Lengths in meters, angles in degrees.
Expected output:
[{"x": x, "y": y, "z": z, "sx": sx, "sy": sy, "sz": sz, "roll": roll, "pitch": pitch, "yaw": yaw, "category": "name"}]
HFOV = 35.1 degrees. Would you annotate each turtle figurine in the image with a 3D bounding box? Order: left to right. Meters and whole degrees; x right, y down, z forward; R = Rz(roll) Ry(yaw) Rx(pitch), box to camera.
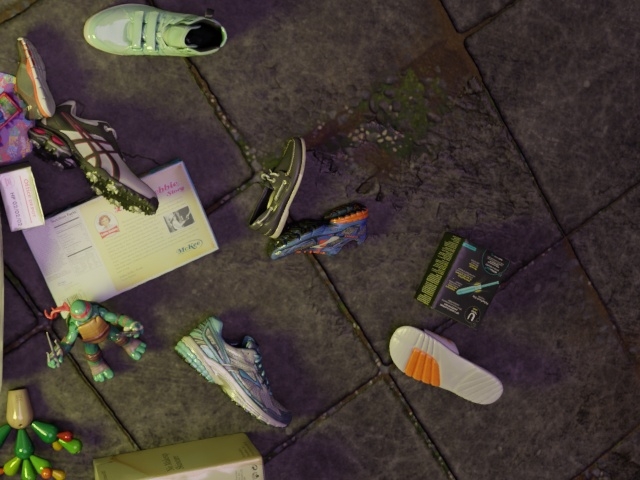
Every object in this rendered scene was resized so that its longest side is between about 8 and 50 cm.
[{"x": -0.408, "y": 0.170, "z": 1.847, "sx": 0.175, "sy": 0.234, "sz": 0.118, "roll": -19, "pitch": 60, "yaw": 0, "category": "turtle figurine"}]

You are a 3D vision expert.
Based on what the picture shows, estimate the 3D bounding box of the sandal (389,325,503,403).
[{"x": 0.261, "y": 0.260, "z": 2.138, "sx": 0.265, "sy": 0.076, "sz": 0.102, "roll": 30, "pitch": 110, "yaw": -8, "category": "sandal"}]

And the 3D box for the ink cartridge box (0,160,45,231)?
[{"x": -0.527, "y": -0.078, "z": 1.779, "sx": 0.061, "sy": 0.181, "sz": 0.104, "roll": -15, "pitch": 102, "yaw": -15, "category": "ink cartridge box"}]

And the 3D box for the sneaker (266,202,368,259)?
[{"x": 0.000, "y": 0.000, "z": 2.016, "sx": 0.221, "sy": 0.083, "sz": 0.087, "roll": -18, "pitch": 111, "yaw": -11, "category": "sneaker"}]

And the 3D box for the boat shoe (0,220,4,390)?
[{"x": -0.636, "y": 0.043, "z": 1.764, "sx": 0.156, "sy": 0.187, "sz": 0.500, "roll": 0, "pitch": 105, "yaw": -21, "category": "boat shoe"}]

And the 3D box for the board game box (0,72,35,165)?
[{"x": -0.581, "y": -0.218, "z": 1.819, "sx": 0.133, "sy": 0.033, "sz": 0.169, "roll": 2, "pitch": 98, "yaw": -18, "category": "board game box"}]

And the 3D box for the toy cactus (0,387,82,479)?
[{"x": -0.562, "y": 0.369, "z": 1.889, "sx": 0.219, "sy": 0.112, "sz": 0.180, "roll": -6, "pitch": 90, "yaw": -7, "category": "toy cactus"}]

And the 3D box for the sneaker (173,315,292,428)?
[{"x": -0.146, "y": 0.260, "z": 1.994, "sx": 0.283, "sy": 0.110, "sz": 0.122, "roll": 43, "pitch": 81, "yaw": -19, "category": "sneaker"}]

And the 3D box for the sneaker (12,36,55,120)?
[{"x": -0.525, "y": -0.286, "z": 1.801, "sx": 0.065, "sy": 0.061, "sz": 0.158, "roll": -19, "pitch": 79, "yaw": 8, "category": "sneaker"}]

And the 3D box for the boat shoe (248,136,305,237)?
[{"x": -0.084, "y": -0.108, "z": 1.973, "sx": 0.065, "sy": 0.075, "sz": 0.206, "roll": 15, "pitch": 98, "yaw": -22, "category": "boat shoe"}]

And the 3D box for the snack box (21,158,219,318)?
[{"x": -0.373, "y": -0.006, "z": 1.903, "sx": 0.322, "sy": 0.060, "sz": 0.187, "roll": -24, "pitch": 106, "yaw": -13, "category": "snack box"}]

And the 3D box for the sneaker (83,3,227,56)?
[{"x": -0.293, "y": -0.380, "z": 1.824, "sx": 0.256, "sy": 0.151, "sz": 0.094, "roll": -2, "pitch": 100, "yaw": -16, "category": "sneaker"}]

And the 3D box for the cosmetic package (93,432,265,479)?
[{"x": -0.274, "y": 0.471, "z": 1.958, "sx": 0.309, "sy": 0.160, "sz": 0.113, "roll": -6, "pitch": 99, "yaw": -18, "category": "cosmetic package"}]

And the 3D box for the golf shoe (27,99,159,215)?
[{"x": -0.391, "y": -0.151, "z": 1.820, "sx": 0.273, "sy": 0.105, "sz": 0.120, "roll": 34, "pitch": 69, "yaw": 4, "category": "golf shoe"}]

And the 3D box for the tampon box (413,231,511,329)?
[{"x": 0.293, "y": 0.083, "z": 2.108, "sx": 0.120, "sy": 0.101, "sz": 0.161, "roll": 27, "pitch": 90, "yaw": -19, "category": "tampon box"}]
